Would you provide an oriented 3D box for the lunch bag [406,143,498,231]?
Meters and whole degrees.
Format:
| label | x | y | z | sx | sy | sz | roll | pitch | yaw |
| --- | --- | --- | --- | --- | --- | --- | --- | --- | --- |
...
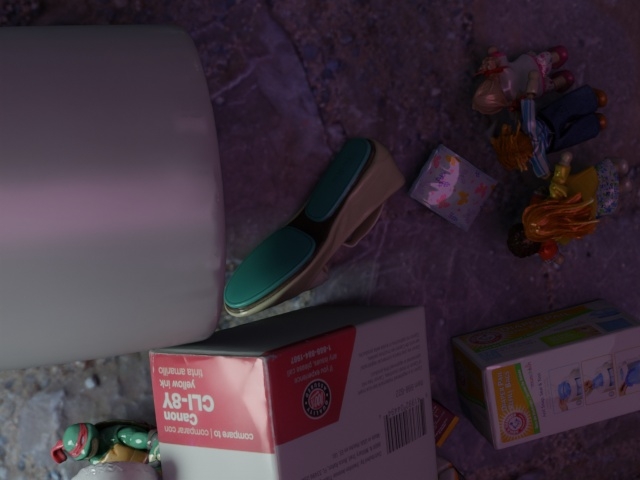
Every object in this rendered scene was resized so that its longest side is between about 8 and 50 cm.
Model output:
| label | x | y | z | sx | sy | sz | roll | pitch | yaw |
| --- | --- | --- | --- | --- | --- | --- | --- | --- | --- |
| lunch bag | 0.144 | -0.062 | 1.346 | 0.083 | 0.053 | 0.071 | 29 | 93 | -30 |

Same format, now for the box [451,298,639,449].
| label | x | y | z | sx | sy | sz | roll | pitch | yaw |
| --- | --- | --- | --- | --- | --- | --- | --- | --- | --- |
| box | 0.267 | 0.152 | 1.391 | 0.203 | 0.114 | 0.103 | -13 | 106 | -12 |

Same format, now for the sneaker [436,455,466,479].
| label | x | y | z | sx | sy | sz | roll | pitch | yaw |
| --- | --- | --- | --- | --- | --- | --- | --- | --- | --- |
| sneaker | 0.098 | 0.348 | 1.408 | 0.215 | 0.084 | 0.083 | -47 | 142 | 9 |

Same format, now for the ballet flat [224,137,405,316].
| label | x | y | z | sx | sy | sz | roll | pitch | yaw |
| --- | --- | --- | --- | --- | --- | --- | --- | --- | --- |
| ballet flat | 0.000 | 0.000 | 1.311 | 0.086 | 0.086 | 0.248 | 42 | 88 | -19 |

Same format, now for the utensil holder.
| label | x | y | z | sx | sy | sz | roll | pitch | yaw |
| --- | --- | --- | --- | --- | --- | --- | --- | --- | --- |
| utensil holder | -0.305 | -0.039 | 1.090 | 0.385 | 0.327 | 0.328 | -7 | 103 | -16 |

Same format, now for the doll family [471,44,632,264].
| label | x | y | z | sx | sy | sz | roll | pitch | yaw |
| --- | --- | --- | --- | --- | --- | --- | --- | --- | --- |
| doll family | 0.255 | -0.091 | 1.309 | 0.163 | 0.118 | 0.263 | -26 | 107 | -33 |

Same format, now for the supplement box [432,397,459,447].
| label | x | y | z | sx | sy | sz | roll | pitch | yaw |
| --- | --- | --- | --- | --- | --- | --- | --- | --- | --- |
| supplement box | 0.110 | 0.195 | 1.389 | 0.083 | 0.055 | 0.043 | 34 | 90 | -20 |

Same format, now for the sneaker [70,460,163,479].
| label | x | y | z | sx | sy | sz | roll | pitch | yaw |
| --- | --- | --- | --- | --- | --- | --- | --- | --- | --- |
| sneaker | -0.201 | 0.333 | 1.177 | 0.101 | 0.153 | 0.268 | 0 | 140 | -17 |

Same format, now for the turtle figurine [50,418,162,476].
| label | x | y | z | sx | sy | sz | roll | pitch | yaw |
| --- | --- | --- | --- | --- | --- | --- | --- | --- | --- |
| turtle figurine | -0.195 | 0.247 | 1.281 | 0.234 | 0.118 | 0.175 | 24 | 129 | -31 |

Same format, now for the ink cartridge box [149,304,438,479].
| label | x | y | z | sx | sy | sz | roll | pitch | yaw |
| --- | --- | --- | --- | --- | --- | --- | --- | --- | --- |
| ink cartridge box | -0.011 | 0.275 | 1.223 | 0.279 | 0.160 | 0.385 | -11 | 97 | -54 |
